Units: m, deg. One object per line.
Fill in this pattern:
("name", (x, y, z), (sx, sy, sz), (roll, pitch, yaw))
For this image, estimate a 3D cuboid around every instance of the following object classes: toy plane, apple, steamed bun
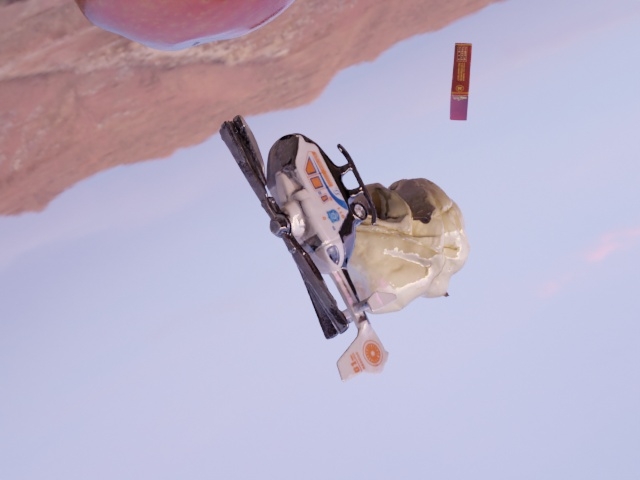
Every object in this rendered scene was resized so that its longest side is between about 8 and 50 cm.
("toy plane", (0.001, 0.000, 0.567), (0.078, 0.197, 0.053), (-15, 168, -46))
("apple", (-0.119, -0.272, 0.693), (0.230, 0.230, 0.230), (-23, -164, 7))
("steamed bun", (0.150, -0.015, 1.611), (0.275, 0.206, 0.320), (-8, -156, 14))

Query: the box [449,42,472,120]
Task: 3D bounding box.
("box", (0.173, -0.195, 1.011), (0.023, 0.051, 0.082), (4, -118, 10))
